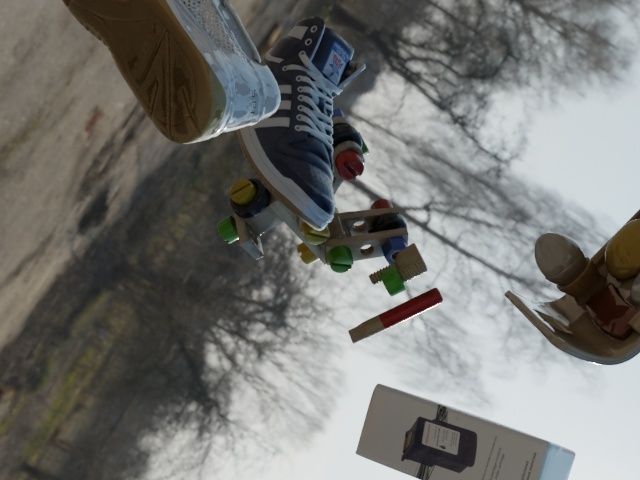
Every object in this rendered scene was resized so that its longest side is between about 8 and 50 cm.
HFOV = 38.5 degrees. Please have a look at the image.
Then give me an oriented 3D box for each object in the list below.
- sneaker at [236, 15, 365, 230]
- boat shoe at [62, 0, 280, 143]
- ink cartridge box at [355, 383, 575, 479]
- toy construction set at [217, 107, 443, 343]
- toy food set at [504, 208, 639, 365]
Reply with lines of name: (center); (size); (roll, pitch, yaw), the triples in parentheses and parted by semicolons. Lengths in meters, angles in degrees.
sneaker: (-0.010, -0.143, 1.011); (0.153, 0.099, 0.282); (-40, -138, 12)
boat shoe: (-0.123, -0.189, 0.688); (0.096, 0.277, 0.098); (-14, 157, -45)
ink cartridge box: (0.189, 0.276, 1.193); (0.172, 0.237, 0.100); (33, 75, -59)
toy construction set: (0.000, 0.000, 1.295); (0.237, 0.309, 0.257); (-27, 161, 6)
toy food set: (0.318, -0.025, 0.897); (0.306, 0.092, 0.220); (-47, -174, 6)
